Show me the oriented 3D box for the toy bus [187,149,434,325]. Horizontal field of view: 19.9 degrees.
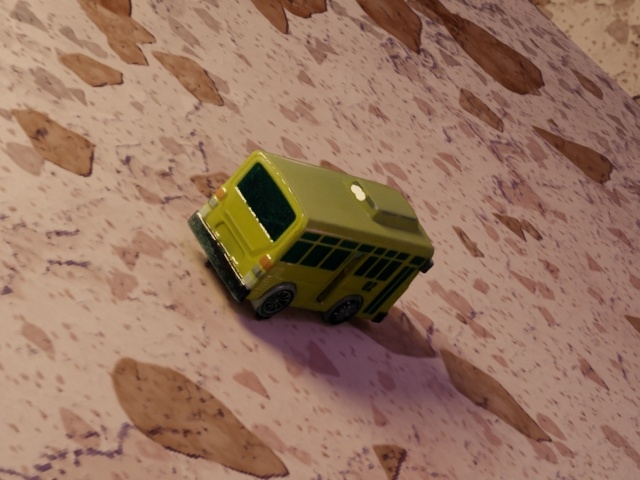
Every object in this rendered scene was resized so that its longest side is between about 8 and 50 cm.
[{"bbox_3d":[0.000,0.000,1.326,0.175,0.101,0.088,12,36,-51],"label":"toy bus"}]
